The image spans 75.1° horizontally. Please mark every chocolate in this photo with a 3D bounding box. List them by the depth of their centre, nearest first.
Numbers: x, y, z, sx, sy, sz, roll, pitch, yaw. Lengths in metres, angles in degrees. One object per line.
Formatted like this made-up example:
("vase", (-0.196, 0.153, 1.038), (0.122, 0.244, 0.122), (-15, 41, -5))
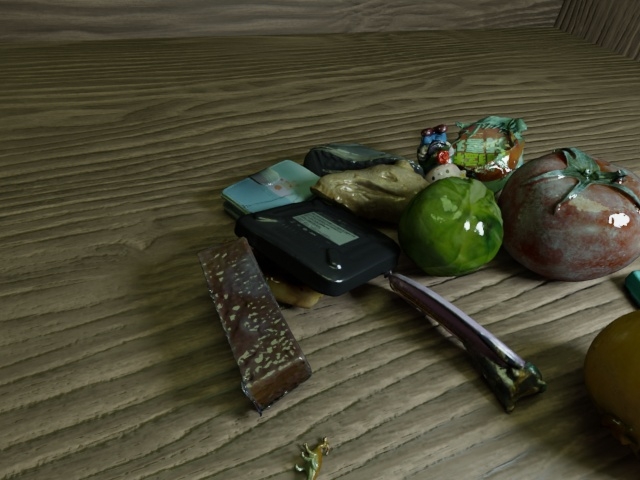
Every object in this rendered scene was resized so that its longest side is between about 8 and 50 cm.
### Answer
("chocolate", (-0.123, 0.138, 0.756), (0.112, 0.112, 0.321), (-24, 52, -10))

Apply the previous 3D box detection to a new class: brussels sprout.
("brussels sprout", (0.300, -0.039, 0.940), (0.219, 0.210, 0.271), (39, 57, 1))

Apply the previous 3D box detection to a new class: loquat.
("loquat", (0.559, 0.232, 0.646), (0.275, 0.275, 0.275), (3, 42, -3))

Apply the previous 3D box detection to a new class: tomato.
("tomato", (0.573, -0.060, 0.955), (0.316, 0.282, 0.317), (1, 42, 0))

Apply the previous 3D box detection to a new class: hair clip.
("hair clip", (0.258, 0.168, 0.797), (0.358, 0.095, 0.110), (44, 23, 26))

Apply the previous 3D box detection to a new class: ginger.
("ginger", (0.147, -0.118, 1.070), (0.354, 0.190, 0.126), (0, -1, -10))

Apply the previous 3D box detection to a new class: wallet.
("wallet", (-0.118, -0.120, 1.099), (0.176, 0.075, 0.250), (35, 49, 28))

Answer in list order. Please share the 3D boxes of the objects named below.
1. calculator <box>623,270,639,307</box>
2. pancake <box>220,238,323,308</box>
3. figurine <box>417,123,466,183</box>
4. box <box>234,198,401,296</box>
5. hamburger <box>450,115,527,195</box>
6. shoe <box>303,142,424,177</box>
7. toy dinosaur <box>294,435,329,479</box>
("calculator", (0.849, 0.165, 0.904), (0.274, 0.058, 0.248), (2, 43, -6))
("pancake", (-0.080, 0.066, 0.906), (0.257, 0.056, 0.212), (-5, 39, -13))
("figurine", (0.341, -0.197, 1.153), (0.127, 0.185, 0.234), (-3, 46, 5))
("box", (0.000, 0.000, 0.913), (0.290, 0.073, 0.289), (32, 30, 30))
("hamburger", (0.509, -0.257, 1.289), (0.260, 0.150, 0.276), (22, 66, 41))
("shoe", (0.128, -0.216, 1.212), (0.336, 0.132, 0.171), (11, 30, 6))
("toy dinosaur", (-0.019, 0.341, 0.630), (0.041, 0.026, 0.113), (34, 38, 6))
